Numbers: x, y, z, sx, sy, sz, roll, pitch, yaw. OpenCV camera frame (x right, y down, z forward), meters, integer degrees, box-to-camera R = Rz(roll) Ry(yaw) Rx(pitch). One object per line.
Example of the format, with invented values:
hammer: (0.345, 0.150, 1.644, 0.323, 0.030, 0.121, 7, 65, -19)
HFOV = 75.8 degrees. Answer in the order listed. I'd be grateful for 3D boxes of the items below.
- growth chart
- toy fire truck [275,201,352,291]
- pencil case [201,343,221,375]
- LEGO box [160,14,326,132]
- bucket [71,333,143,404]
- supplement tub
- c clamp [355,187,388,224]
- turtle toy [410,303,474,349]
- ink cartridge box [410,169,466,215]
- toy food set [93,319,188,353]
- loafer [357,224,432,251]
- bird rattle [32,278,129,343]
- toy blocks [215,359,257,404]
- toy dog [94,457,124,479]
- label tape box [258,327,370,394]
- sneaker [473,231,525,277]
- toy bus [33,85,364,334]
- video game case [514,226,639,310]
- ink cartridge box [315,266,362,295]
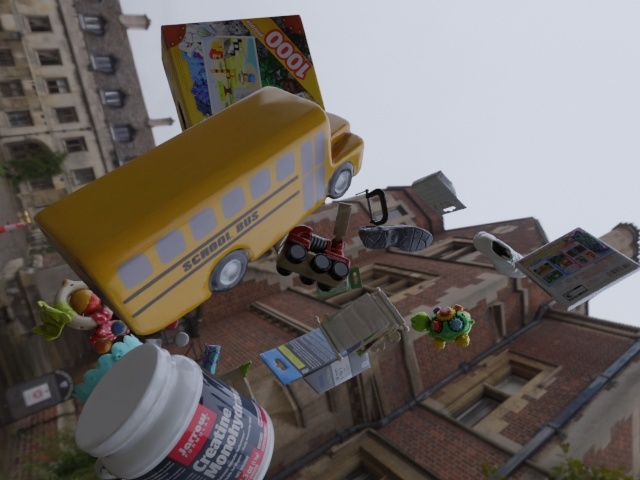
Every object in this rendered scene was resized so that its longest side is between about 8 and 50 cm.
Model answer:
growth chart: (0.117, 0.247, 1.182, 0.171, 0.238, 0.021, 63, 9, 12)
toy fire truck: (0.000, 0.000, 1.277, 0.158, 0.217, 0.246, -50, -158, 51)
pencil case: (-0.429, 0.476, 1.578, 0.065, 0.070, 0.151, 1, -110, 23)
LEGO box: (-0.186, -0.324, 1.149, 0.193, 0.373, 0.499, -6, -79, 70)
bucket: (-0.680, 0.482, 1.426, 0.183, 0.281, 0.281, 39, -35, -2)
supplement tub: (-0.227, 0.313, 0.683, 0.272, 0.191, 0.191, 48, -19, -31)
c clamp: (0.203, -0.129, 1.564, 0.137, 0.022, 0.160, -26, -108, 46)
turtle toy: (0.258, 0.176, 0.873, 0.130, 0.095, 0.066, -14, -66, 28)
ink cartridge box: (0.454, -0.178, 1.566, 0.179, 0.045, 0.145, 38, -26, -19)
toy food set: (-0.471, 0.248, 1.100, 0.104, 0.233, 0.110, 151, -58, -64)
loafer: (0.288, -0.023, 1.588, 0.095, 0.303, 0.108, -123, -139, -55)
bird rattle: (-0.693, 0.207, 1.222, 0.143, 0.254, 0.206, -51, -142, 35)
toy blocks: (-0.403, 0.681, 1.639, 0.260, 0.382, 0.191, 65, -12, 6)
toy dog: (-0.494, 0.724, 1.252, 0.161, 0.334, 0.219, -6, -99, 46)
label tape box: (-0.024, 0.444, 1.515, 0.241, 0.334, 0.105, 22, -53, 59)
sneaker: (0.558, 0.054, 1.231, 0.212, 0.080, 0.094, 32, 0, -13)
toy bus: (-0.089, -0.056, 0.433, 0.108, 0.333, 0.130, 31, -34, 28)
video game case: (0.496, 0.050, 0.806, 0.019, 0.157, 0.143, 61, -1, -38)
ink cartridge box: (0.083, 0.188, 1.948, 0.062, 0.210, 0.108, 49, 30, -62)
